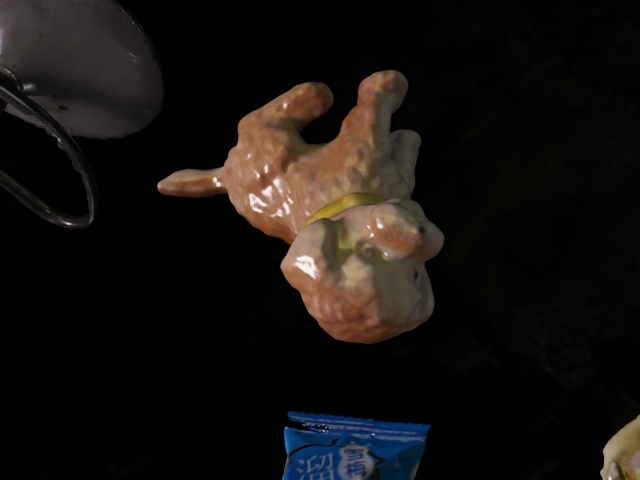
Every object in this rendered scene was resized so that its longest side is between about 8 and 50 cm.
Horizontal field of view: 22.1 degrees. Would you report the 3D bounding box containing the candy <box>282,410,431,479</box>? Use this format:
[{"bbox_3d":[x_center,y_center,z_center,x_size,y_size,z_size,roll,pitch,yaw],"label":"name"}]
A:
[{"bbox_3d":[0.009,0.161,0.924,0.088,0.038,0.136,6,60,14],"label":"candy"}]

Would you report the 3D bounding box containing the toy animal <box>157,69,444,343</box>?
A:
[{"bbox_3d":[-0.013,-0.001,1.037,0.183,0.104,0.185,-18,50,10],"label":"toy animal"}]

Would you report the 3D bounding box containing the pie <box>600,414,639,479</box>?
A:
[{"bbox_3d":[0.235,0.155,0.802,0.185,0.052,0.218,-17,47,5],"label":"pie"}]

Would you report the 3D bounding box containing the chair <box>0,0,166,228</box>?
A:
[{"bbox_3d":[-0.284,0.007,1.084,0.226,0.226,0.401,6,56,31],"label":"chair"}]
